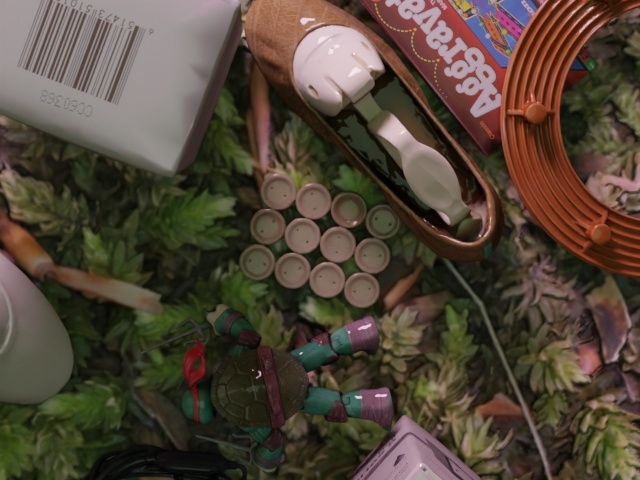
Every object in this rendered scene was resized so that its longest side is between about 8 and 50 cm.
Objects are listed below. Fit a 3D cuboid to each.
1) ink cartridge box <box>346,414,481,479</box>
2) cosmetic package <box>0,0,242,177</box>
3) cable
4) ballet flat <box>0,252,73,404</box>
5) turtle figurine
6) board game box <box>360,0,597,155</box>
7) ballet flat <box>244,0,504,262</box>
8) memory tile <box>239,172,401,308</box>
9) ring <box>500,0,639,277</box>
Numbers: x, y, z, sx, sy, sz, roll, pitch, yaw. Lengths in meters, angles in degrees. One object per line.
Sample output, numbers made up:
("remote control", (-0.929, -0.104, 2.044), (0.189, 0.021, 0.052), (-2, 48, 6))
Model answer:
("ink cartridge box", (0.063, 0.291, 1.492), (0.115, 0.273, 0.198), (41, 92, -2))
("cosmetic package", (-0.190, -0.165, 1.394), (0.217, 0.385, 0.156), (21, 94, -6))
("cable", (-0.163, 0.284, 1.602), (0.184, 0.047, 0.150), (3, 99, -5))
("ballet flat", (-0.403, 0.016, 1.527), (0.139, 0.139, 0.400), (-42, 95, 2))
("turtle figurine", (-0.052, 0.148, 1.561), (0.234, 0.118, 0.175), (-8, 95, -7))
("board game box", (0.131, -0.236, 1.564), (0.145, 0.027, 0.281), (-40, 100, 3))
("ballet flat", (0.058, -0.113, 1.534), (0.116, 0.124, 0.342), (-39, 94, 0))
("memory tile", (0.000, 0.000, 1.597), (0.148, 0.012, 0.113), (16, 94, -2))
("ring", (0.346, -0.126, 1.574), (0.336, 0.032, 0.336), (-1, 97, -7))
